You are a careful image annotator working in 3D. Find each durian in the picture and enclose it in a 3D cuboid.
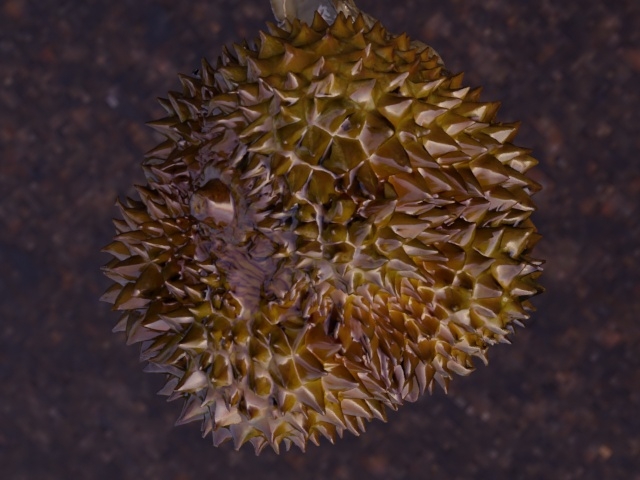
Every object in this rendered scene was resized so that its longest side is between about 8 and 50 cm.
[{"bbox_3d":[0.000,0.000,0.682,0.158,0.168,0.137,-35,61,25],"label":"durian"}]

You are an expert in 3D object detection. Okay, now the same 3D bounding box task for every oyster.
[{"bbox_3d":[0.026,-0.078,0.752,0.080,0.038,0.083,15,144,41],"label":"oyster"}]
